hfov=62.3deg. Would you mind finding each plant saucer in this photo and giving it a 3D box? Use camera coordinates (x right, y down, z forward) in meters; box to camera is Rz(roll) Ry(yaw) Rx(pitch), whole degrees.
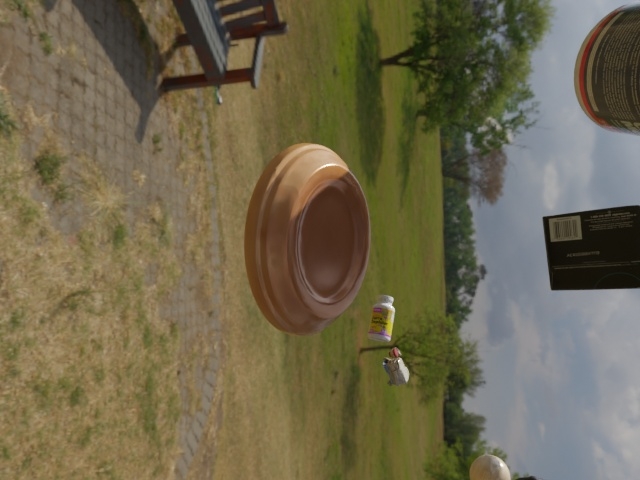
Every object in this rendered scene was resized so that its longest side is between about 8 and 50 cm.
[{"bbox_3d":[0.000,0.000,0.547,0.200,0.037,0.200,-10,102,-56],"label":"plant saucer"}]

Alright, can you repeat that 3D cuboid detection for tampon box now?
[{"bbox_3d":[0.393,0.012,0.727,0.161,0.120,0.102,0,84,-51],"label":"tampon box"}]

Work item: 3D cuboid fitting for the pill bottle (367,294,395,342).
[{"bbox_3d":[0.116,0.147,1.001,0.043,0.043,0.083,61,38,-66],"label":"pill bottle"}]

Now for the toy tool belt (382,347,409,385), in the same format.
[{"bbox_3d":[0.157,0.281,1.165,0.083,0.051,0.052,66,27,-8],"label":"toy tool belt"}]

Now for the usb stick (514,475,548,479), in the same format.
[{"bbox_3d":[0.232,0.267,0.484,0.278,0.045,0.077,34,55,-44],"label":"usb stick"}]

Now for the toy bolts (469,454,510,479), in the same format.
[{"bbox_3d":[0.279,0.422,0.752,0.228,0.218,0.159,-63,140,-68],"label":"toy bolts"}]

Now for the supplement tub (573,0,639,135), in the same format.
[{"bbox_3d":[0.483,-0.224,0.687,0.272,0.191,0.191,-106,-171,-72],"label":"supplement tub"}]
